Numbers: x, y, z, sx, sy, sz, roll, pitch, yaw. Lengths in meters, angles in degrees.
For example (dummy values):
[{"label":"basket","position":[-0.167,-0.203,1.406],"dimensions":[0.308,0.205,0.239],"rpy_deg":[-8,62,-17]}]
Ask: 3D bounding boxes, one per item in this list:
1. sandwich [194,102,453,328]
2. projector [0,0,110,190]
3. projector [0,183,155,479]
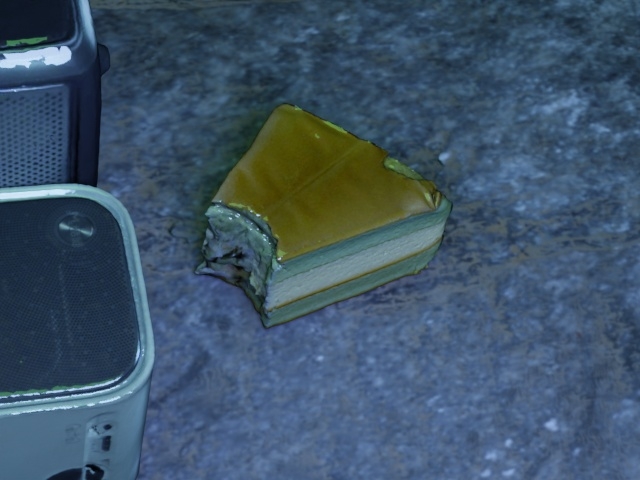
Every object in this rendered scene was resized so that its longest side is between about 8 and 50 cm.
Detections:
[{"label":"sandwich","position":[0.000,0.000,1.696],"dimensions":[0.227,0.155,0.198],"rpy_deg":[27,58,10]},{"label":"projector","position":[-0.367,-0.191,1.613],"dimensions":[0.242,0.405,0.395],"rpy_deg":[-8,57,-15]},{"label":"projector","position":[-0.302,0.117,1.507],"dimensions":[0.249,0.249,0.248],"rpy_deg":[-6,57,-14]}]
